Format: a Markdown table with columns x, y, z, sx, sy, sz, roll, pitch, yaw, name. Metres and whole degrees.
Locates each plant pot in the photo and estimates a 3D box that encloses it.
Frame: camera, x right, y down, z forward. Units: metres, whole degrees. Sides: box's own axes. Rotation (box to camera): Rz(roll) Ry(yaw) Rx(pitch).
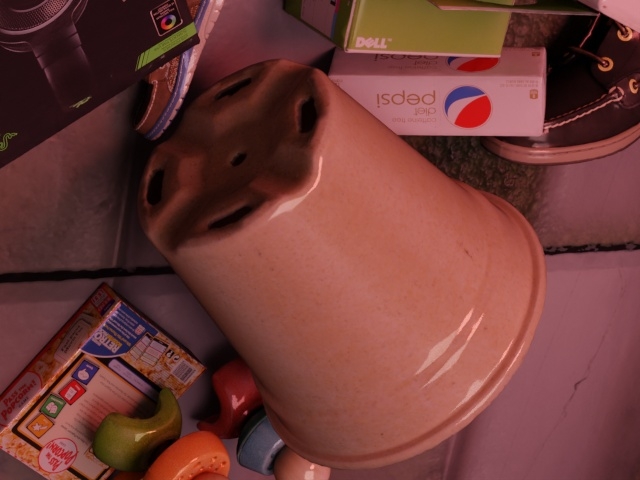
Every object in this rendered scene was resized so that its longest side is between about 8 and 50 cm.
| x | y | z | sx | sy | sz | roll | pitch | yaw | name |
| --- | --- | --- | --- | --- | --- | --- | --- | --- | --- |
| 0.000 | 0.000 | 1.770 | 0.334 | 0.334 | 0.305 | -46 | 128 | -3 | plant pot |

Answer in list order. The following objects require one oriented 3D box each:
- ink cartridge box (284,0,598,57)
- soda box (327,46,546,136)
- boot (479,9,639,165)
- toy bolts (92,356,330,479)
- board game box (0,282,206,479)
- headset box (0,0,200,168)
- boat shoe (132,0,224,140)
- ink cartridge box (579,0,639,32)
| x | y | z | sx | sy | sz | roll | pitch | yaw | name |
| --- | --- | --- | --- | --- | --- | --- | --- | --- | --- |
| 0.109 | -0.220 | 1.766 | 0.188 | 0.255 | 0.097 | -1 | 116 | -31 | ink cartridge box |
| 0.118 | -0.150 | 1.857 | 0.216 | 0.074 | 0.069 | 1 | 121 | 9 | soda box |
| 0.322 | -0.255 | 1.958 | 0.377 | 0.138 | 0.284 | -22 | 126 | -26 | boot |
| -0.106 | 0.250 | 1.919 | 0.228 | 0.158 | 0.218 | -26 | 145 | -36 | toy bolts |
| -0.232 | 0.159 | 1.894 | 0.193 | 0.045 | 0.147 | -47 | 130 | -1 | board game box |
| -0.261 | -0.220 | 1.578 | 0.246 | 0.131 | 0.283 | -34 | 145 | -13 | headset box |
| -0.150 | -0.184 | 1.754 | 0.066 | 0.066 | 0.183 | 18 | 111 | -17 | boat shoe |
| 0.248 | -0.375 | 1.682 | 0.166 | 0.395 | 0.285 | 19 | 104 | -40 | ink cartridge box |
